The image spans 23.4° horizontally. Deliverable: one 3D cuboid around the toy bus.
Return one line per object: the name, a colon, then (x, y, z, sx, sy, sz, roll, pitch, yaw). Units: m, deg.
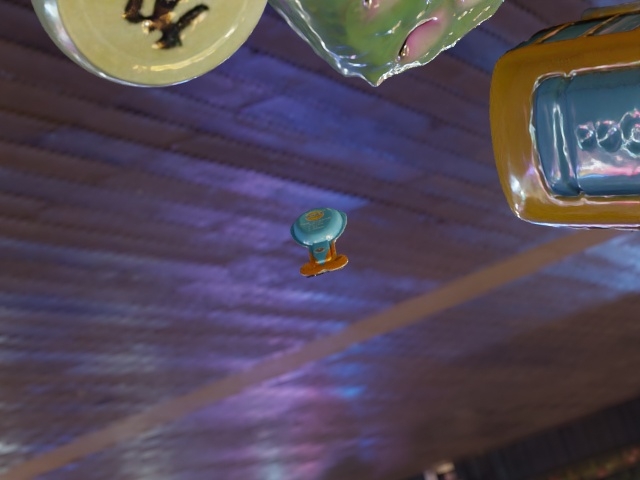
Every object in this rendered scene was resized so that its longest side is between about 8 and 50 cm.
toy bus: (0.187, -0.063, 0.794, 0.136, 0.126, 0.209, -14, -170, -42)

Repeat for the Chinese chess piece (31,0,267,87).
Chinese chess piece: (-0.096, -0.158, 0.881, 0.144, 0.144, 0.058, -11, -153, -25)

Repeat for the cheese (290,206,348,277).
cheese: (0.000, -0.001, 1.224, 0.047, 0.017, 0.111, -17, -154, 5)

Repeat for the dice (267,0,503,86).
dice: (0.042, -0.366, 1.457, 0.322, 0.330, 0.318, -44, 163, 2)
